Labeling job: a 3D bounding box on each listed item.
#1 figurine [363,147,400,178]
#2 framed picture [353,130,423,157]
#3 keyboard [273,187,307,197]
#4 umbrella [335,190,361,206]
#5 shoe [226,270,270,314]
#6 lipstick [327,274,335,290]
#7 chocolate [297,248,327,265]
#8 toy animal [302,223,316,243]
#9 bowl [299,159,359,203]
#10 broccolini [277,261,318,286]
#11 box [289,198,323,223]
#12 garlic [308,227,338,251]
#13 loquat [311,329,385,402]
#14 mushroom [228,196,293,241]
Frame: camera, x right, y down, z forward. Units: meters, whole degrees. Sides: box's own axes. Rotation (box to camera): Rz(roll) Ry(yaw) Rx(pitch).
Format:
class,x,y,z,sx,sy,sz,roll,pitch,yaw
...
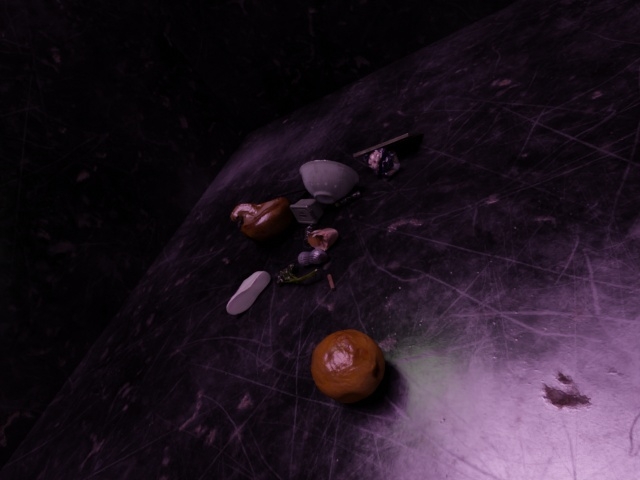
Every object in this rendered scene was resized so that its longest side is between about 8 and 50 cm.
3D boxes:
class,x,y,z,sx,sy,sz,roll,pitch,yaw
figurine,0.318,-0.409,2.137,0.145,0.145,0.222,-43,37,-5
framed picture,0.359,-0.510,2.204,0.325,0.020,0.241,-15,7,33
keyboard,-0.152,-0.286,2.452,0.251,0.017,0.087,-18,12,-34
umbrella,0.143,-0.211,2.142,0.144,0.040,0.037,-24,7,15
shoe,-0.360,0.252,2.043,0.265,0.095,0.110,-44,25,-17
lipstick,0.046,0.177,1.764,0.019,0.019,0.094,-34,31,10
chocolate,-0.037,0.078,1.932,0.167,0.072,0.072,-12,41,42
toy animal,-0.057,-0.028,2.116,0.065,0.047,0.135,-31,33,24
bowl,0.036,-0.276,2.151,0.314,0.314,0.146,-7,68,43
broccolini,-0.095,0.144,1.916,0.272,0.062,0.123,-14,54,44
box,-0.069,-0.161,2.237,0.172,0.123,0.093,7,44,49
garlic,0.002,-0.013,1.988,0.175,0.099,0.124,1,35,48
loquat,0.084,0.383,1.287,0.238,0.193,0.238,-32,35,27
mushroom,-0.323,-0.131,2.316,0.346,0.259,0.345,-35,17,12
